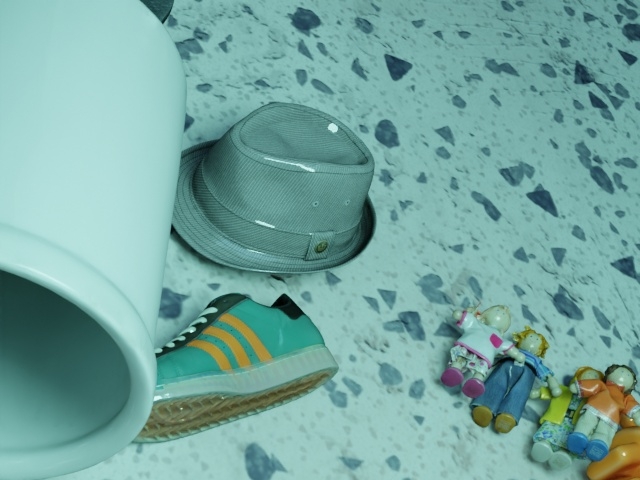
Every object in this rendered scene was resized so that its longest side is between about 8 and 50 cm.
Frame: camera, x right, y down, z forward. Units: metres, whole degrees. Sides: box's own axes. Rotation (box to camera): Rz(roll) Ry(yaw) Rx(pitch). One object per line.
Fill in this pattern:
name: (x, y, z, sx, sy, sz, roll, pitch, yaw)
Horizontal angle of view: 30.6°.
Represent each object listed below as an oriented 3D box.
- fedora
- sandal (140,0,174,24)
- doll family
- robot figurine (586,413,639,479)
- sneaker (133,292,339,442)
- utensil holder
fedora: (-0.043, -0.080, 1.395, 0.275, 0.124, 0.244, 1, 43, -29)
sandal: (-0.249, -0.264, 1.495, 0.097, 0.054, 0.255, 17, 57, -13)
doll family: (0.269, 0.182, 1.454, 0.263, 0.118, 0.163, 27, 48, 13)
robot figurine: (0.435, 0.291, 1.448, 0.219, 0.128, 0.158, 2, 18, -33)
sneaker: (-0.119, 0.125, 1.227, 0.302, 0.108, 0.121, -6, 59, -47)
utensil holder: (-0.293, -0.028, 1.077, 0.327, 0.327, 0.385, 21, 44, -19)
